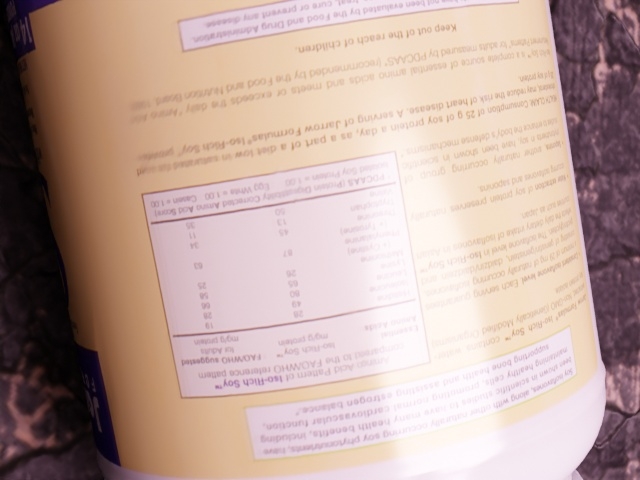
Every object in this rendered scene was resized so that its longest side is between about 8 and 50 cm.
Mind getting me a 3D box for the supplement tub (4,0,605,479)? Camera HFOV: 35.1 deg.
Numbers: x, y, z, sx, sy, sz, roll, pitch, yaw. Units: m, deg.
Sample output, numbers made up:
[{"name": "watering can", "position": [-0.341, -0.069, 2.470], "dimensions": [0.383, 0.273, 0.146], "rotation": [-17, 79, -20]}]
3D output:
[{"name": "supplement tub", "position": [0.000, 0.000, 0.475], "dimensions": [0.241, 0.241, 0.331], "rotation": [-13, 97, -27]}]
